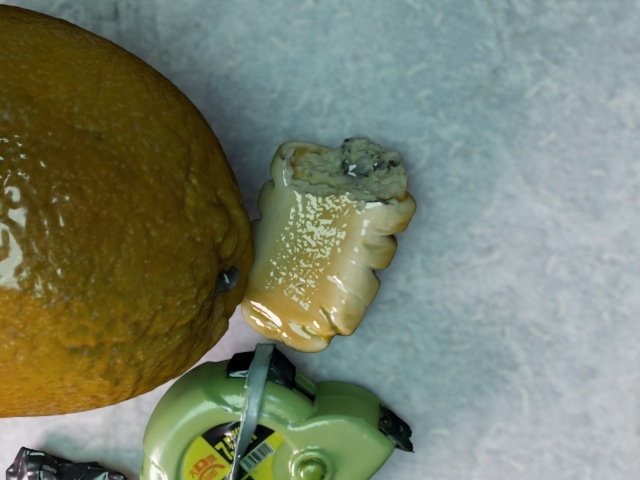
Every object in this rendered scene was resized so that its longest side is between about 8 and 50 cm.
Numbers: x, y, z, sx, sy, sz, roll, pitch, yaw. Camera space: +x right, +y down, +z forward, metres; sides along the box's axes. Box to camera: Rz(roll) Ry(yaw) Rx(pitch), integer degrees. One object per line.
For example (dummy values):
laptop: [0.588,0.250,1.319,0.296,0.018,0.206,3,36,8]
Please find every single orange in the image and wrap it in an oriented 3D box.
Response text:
orange: [-0.229,-0.017,1.471,0.357,0.322,0.322,15,103,6]

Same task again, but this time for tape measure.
tape measure: [-0.055,0.174,1.562,0.175,0.106,0.200,39,109,-9]

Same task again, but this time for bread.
bread: [0.000,0.000,1.528,0.119,0.084,0.177,27,105,10]

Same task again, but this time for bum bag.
bum bag: [-0.210,0.209,1.643,0.124,0.034,0.057,8,115,13]
